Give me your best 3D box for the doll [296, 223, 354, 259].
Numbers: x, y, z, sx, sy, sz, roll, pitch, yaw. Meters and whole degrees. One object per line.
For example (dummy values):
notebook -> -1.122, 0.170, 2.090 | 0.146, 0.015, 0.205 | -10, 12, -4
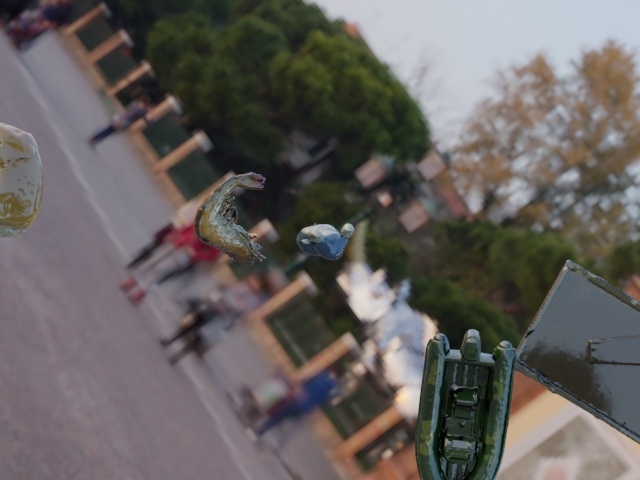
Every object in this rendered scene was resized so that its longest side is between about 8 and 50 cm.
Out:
doll -> 0.000, 0.000, 2.113 | 0.083, 0.076, 0.050 | 17, -69, 62

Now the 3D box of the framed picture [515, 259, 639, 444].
framed picture -> 0.472, 0.186, 2.399 | 0.281, 0.209, 0.019 | 32, -5, -4

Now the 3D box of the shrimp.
shrimp -> -0.110, -0.034, 2.069 | 0.034, 0.124, 0.178 | 33, 0, 39

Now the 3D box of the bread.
bread -> -0.344, -0.067, 1.553 | 0.106, 0.082, 0.125 | 5, 83, -50

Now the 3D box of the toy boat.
toy boat -> 0.162, 0.201, 1.664 | 0.052, 0.104, 0.210 | -77, 174, -78
